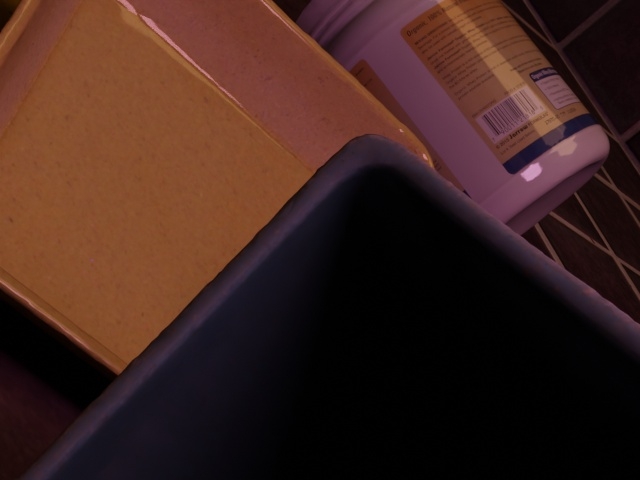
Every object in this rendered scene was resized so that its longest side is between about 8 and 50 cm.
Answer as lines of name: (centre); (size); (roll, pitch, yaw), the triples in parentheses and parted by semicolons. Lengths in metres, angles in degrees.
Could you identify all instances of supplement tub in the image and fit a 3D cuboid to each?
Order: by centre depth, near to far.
supplement tub: (0.135, -0.152, 1.558); (0.316, 0.228, 0.228); (54, 20, 11)

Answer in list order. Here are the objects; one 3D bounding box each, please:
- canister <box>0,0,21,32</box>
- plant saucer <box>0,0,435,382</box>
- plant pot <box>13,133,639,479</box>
canister: (-0.202, -0.164, 1.090); (0.170, 0.073, 0.126); (39, 21, -24)
plant saucer: (-0.090, -0.027, 0.939); (0.332, 0.081, 0.333); (42, 46, -24)
plant pot: (0.057, 0.160, 0.587); (0.248, 0.247, 0.252); (41, -5, 39)
